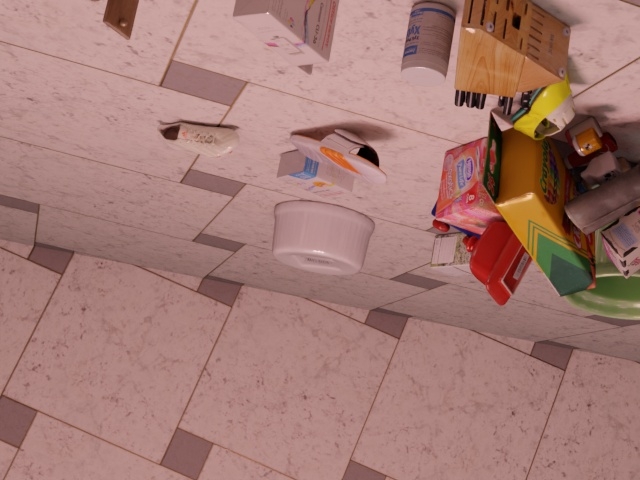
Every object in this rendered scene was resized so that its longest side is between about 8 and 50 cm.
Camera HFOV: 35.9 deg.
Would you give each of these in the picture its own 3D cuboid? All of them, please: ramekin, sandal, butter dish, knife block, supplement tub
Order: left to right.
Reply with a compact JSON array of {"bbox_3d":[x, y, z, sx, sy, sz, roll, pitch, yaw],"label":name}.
[{"bbox_3d":[0.000,0.000,2.662,0.277,0.135,0.277,10,166,2],"label":"ramekin"},{"bbox_3d":[0.040,-0.194,2.026,0.265,0.076,0.102,26,170,41],"label":"sandal"},{"bbox_3d":[0.160,-0.291,1.462,0.071,0.107,0.071,10,166,3],"label":"supplement tub"},{"bbox_3d":[0.239,-0.279,1.489,0.275,0.088,0.242,20,162,-36],"label":"knife block"},{"bbox_3d":[0.341,0.027,1.934,0.118,0.160,0.160,26,173,30],"label":"butter dish"},{"bbox_3d":[0.725,0.068,2.310,0.303,0.148,0.303,8,159,3],"label":"ramekin"}]

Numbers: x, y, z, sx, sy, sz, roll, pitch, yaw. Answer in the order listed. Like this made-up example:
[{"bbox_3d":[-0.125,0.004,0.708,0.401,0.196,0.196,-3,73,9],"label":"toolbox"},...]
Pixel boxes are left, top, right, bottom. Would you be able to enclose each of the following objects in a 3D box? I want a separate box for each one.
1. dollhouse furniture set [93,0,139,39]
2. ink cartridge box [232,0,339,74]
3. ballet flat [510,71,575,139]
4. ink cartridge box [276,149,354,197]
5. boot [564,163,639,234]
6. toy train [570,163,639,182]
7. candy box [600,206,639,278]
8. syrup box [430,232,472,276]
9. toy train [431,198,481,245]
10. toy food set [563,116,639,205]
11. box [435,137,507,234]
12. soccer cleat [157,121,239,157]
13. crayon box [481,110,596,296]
[{"bbox_3d":[-0.247,-0.376,1.389,0.151,0.123,0.144,2,164,30],"label":"dollhouse furniture set"},{"bbox_3d":[-0.035,-0.331,1.431,0.067,0.115,0.198,1,164,33],"label":"ink cartridge box"},{"bbox_3d":[0.380,-0.218,1.636,0.077,0.077,0.231,45,171,4],"label":"ballet flat"},{"bbox_3d":[0.005,-0.146,2.235,0.181,0.062,0.104,20,163,-35],"label":"ink cartridge box"},{"bbox_3d":[0.513,-0.098,1.682,0.208,0.076,0.189,-20,141,25],"label":"boot"},{"bbox_3d":[0.571,-0.100,1.932,0.184,0.080,0.105,-8,138,17],"label":"toy train"},{"bbox_3d":[0.659,-0.037,1.899,0.233,0.071,0.159,-37,154,6],"label":"candy box"},{"bbox_3d":[0.407,0.033,2.579,0.096,0.093,0.236,22,162,-37],"label":"syrup box"},{"bbox_3d":[0.384,-0.025,2.225,0.248,0.105,0.143,32,-169,31],"label":"toy train"},{"bbox_3d":[0.487,-0.131,1.780,0.104,0.111,0.232,-28,141,27],"label":"toy food set"},{"bbox_3d":[0.401,-0.081,2.015,0.299,0.154,0.142,18,164,-25],"label":"box"},{"bbox_3d":[-0.267,-0.221,2.137,0.196,0.068,0.076,5,162,31],"label":"soccer cleat"},{"bbox_3d":[0.403,-0.074,1.794,0.081,0.202,0.318,-19,130,31],"label":"crayon box"}]
